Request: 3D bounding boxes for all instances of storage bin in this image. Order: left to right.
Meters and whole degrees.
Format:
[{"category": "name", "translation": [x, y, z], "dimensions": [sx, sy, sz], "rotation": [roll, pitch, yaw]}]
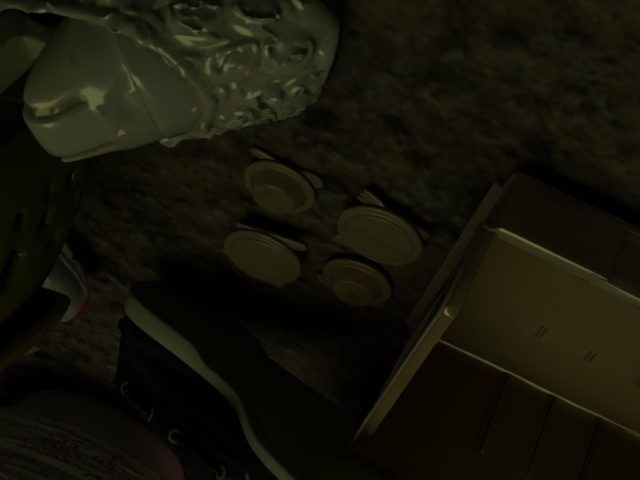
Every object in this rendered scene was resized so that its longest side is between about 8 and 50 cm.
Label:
[{"category": "storage bin", "translation": [0.187, 0.106, 0.956], "dimensions": [0.262, 0.123, 0.260], "rotation": [26, 149, 1]}]

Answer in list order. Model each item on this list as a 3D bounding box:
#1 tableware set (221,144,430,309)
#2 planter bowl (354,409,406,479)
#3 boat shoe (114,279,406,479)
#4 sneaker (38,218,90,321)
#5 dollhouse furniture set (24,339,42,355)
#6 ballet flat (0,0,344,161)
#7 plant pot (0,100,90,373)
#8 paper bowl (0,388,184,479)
[{"category": "tableware set", "translation": [0.000, 0.000, 1.034], "dimensions": [0.141, 0.020, 0.169], "rotation": [23, 147, 1]}, {"category": "planter bowl", "translation": [0.083, 0.201, 1.202], "dimensions": [0.217, 0.090, 0.217], "rotation": [19, 148, 13]}, {"category": "boat shoe", "translation": [-0.059, 0.165, 1.092], "dimensions": [0.340, 0.113, 0.127], "rotation": [38, -159, 31]}, {"category": "sneaker", "translation": [-0.319, 0.010, 1.191], "dimensions": [0.252, 0.111, 0.103], "rotation": [29, 149, -5]}, {"category": "dollhouse furniture set", "translation": [-0.367, 0.034, 1.315], "dimensions": [0.161, 0.101, 0.182], "rotation": [-20, 130, 18]}, {"category": "ballet flat", "translation": [-0.186, -0.115, 0.894], "dimensions": [0.409, 0.147, 0.147], "rotation": [12, 146, 21]}, {"category": "plant pot", "translation": [-0.307, -0.002, 0.991], "dimensions": [0.227, 0.228, 0.207], "rotation": [14, 118, 16]}, {"category": "paper bowl", "translation": [-0.259, 0.267, 1.492], "dimensions": [0.284, 0.148, 0.284], "rotation": [18, 147, 12]}]
